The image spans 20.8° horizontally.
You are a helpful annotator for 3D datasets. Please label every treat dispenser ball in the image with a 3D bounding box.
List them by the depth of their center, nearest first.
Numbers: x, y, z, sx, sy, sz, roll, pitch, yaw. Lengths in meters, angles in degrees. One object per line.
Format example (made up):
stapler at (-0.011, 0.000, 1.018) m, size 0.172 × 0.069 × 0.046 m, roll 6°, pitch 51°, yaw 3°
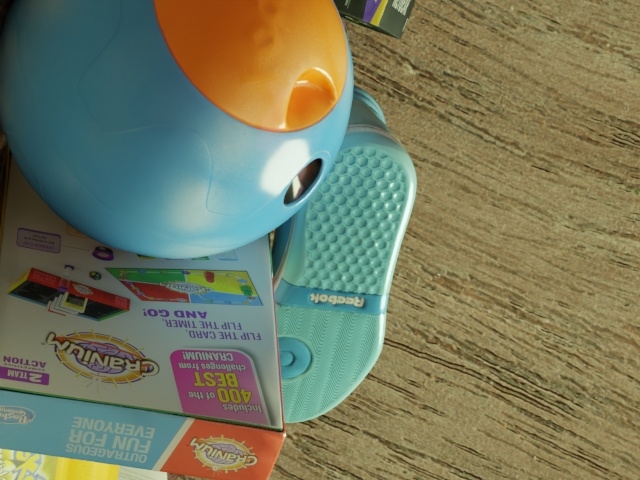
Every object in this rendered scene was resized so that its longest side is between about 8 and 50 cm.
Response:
treat dispenser ball at (-0.117, -0.128, 1.410) m, size 0.288 × 0.288 × 0.288 m, roll 21°, pitch 90°, yaw -85°

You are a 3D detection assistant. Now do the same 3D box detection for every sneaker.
sneaker at (0.000, 0.000, 1.629) m, size 0.208 × 0.127 × 0.319 m, roll -102°, pitch -151°, yaw -58°

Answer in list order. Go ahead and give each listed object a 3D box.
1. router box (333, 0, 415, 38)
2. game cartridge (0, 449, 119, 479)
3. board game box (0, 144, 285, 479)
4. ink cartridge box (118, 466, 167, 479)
router box at (-0.019, -0.310, 1.960) m, size 0.309 × 0.243 × 0.081 m, roll -26°, pitch 136°, yaw -82°
game cartridge at (-0.288, 0.213, 1.509) m, size 0.324 × 0.053 × 0.285 m, roll -19°, pitch 126°, yaw -51°
board game box at (-0.160, 0.055, 1.460) m, size 0.316 × 0.242 × 0.064 m, roll -95°, pitch -160°, yaw -51°
ink cartridge box at (-0.231, 0.276, 1.834) m, size 0.160 × 0.093 × 0.219 m, roll -63°, pitch -162°, yaw 20°
